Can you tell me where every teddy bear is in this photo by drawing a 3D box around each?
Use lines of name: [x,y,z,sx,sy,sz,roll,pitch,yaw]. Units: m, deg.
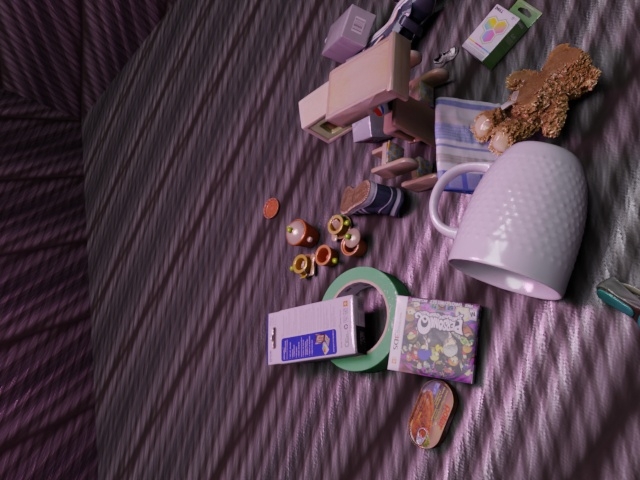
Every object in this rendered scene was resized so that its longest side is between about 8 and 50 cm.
teddy bear: [0.561,-0.355,1.466,0.338,0.113,0.245,-51,36,-3]

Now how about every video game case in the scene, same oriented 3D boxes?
video game case: [0.310,0.265,1.515,0.232,0.042,0.210,5,79,24]

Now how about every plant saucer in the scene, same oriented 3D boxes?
plant saucer: [-0.192,-0.126,2.191,0.083,0.013,0.083,-16,65,38]

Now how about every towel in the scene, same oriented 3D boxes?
towel: [0.421,-0.264,1.550,0.034,0.209,0.284,130,143,-71]

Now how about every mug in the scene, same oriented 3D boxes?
mug: [0.451,-0.070,1.365,0.374,0.276,0.328,18,82,25]

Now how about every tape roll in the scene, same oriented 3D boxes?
tape roll: [0.134,0.243,1.715,0.321,0.077,0.321,-16,65,39]

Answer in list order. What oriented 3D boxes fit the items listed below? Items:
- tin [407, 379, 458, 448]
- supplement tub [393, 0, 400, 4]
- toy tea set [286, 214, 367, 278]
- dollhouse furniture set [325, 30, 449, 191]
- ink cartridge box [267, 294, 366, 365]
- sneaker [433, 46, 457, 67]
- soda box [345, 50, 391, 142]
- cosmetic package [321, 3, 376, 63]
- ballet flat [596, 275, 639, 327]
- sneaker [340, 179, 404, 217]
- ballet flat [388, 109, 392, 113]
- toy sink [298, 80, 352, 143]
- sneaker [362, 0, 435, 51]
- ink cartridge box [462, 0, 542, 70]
tin: [0.305,0.470,1.505,0.106,0.040,0.189,24,93,49]
supplement tub: [0.370,-0.915,1.812,0.316,0.194,0.193,-9,70,40]
toy tea set: [0.000,0.000,1.889,0.336,0.124,0.200,-19,63,38]
dollhouse furniture set: [0.251,-0.385,1.590,0.256,0.394,0.362,-14,65,50]
ink cartridge box: [-0.022,0.290,1.746,0.371,0.069,0.175,-16,66,36]
sneaker: [0.400,-0.590,1.780,0.083,0.037,0.032,-39,51,25]
soda box: [0.159,-0.474,1.861,0.098,0.091,0.286,-5,91,55]
cosmetic package: [0.097,-0.739,2.008,0.238,0.107,0.127,-167,95,-75]
ballet flat: [0.708,0.154,1.218,0.068,0.072,0.213,-34,51,-8]
sneaker: [0.170,-0.124,1.807,0.282,0.153,0.099,166,115,-73]
ballet flat: [0.244,-0.419,1.866,0.114,0.041,0.041,37,102,44]
toy sink: [0.062,-0.467,1.975,0.234,0.153,0.131,-25,60,34]
sneaker: [0.273,-0.692,1.875,0.321,0.126,0.127,-41,46,40]
ink cartridge box: [0.535,-0.624,1.648,0.209,0.062,0.109,-48,48,20]
